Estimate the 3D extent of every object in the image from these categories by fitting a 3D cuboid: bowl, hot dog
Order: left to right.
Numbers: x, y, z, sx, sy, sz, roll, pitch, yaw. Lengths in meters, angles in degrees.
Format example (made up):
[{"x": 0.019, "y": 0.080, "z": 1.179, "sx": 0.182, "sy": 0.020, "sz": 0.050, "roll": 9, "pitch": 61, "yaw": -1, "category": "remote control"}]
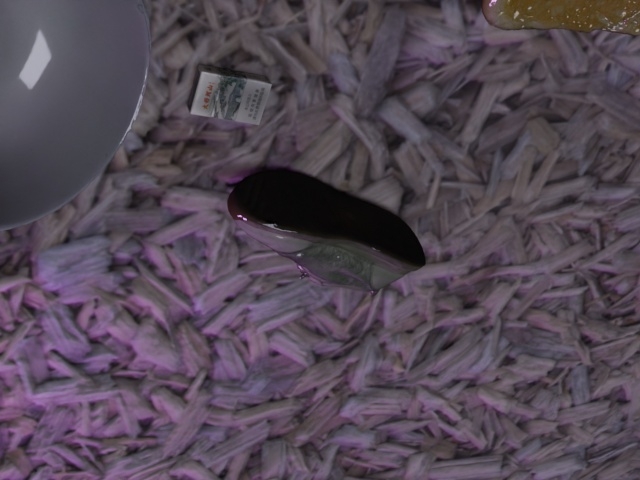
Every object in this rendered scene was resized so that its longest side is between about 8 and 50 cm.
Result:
[{"x": -0.312, "y": -0.165, "z": 0.962, "sx": 0.287, "sy": 0.144, "sz": 0.287, "roll": -36, "pitch": 145, "yaw": -32, "category": "bowl"}, {"x": 0.288, "y": -0.284, "z": 1.168, "sx": 0.243, "sy": 0.073, "sz": 0.084, "roll": -4, "pitch": 129, "yaw": -20, "category": "hot dog"}]

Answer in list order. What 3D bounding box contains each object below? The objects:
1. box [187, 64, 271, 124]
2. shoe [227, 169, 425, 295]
[{"x": -0.102, "y": -0.163, "z": 1.150, "sx": 0.083, "sy": 0.024, "sz": 0.054, "roll": 7, "pitch": 123, "yaw": -23, "category": "box"}, {"x": 0.000, "y": 0.000, "z": 1.257, "sx": 0.275, "sy": 0.103, "sz": 0.098, "roll": 22, "pitch": 126, "yaw": -29, "category": "shoe"}]
